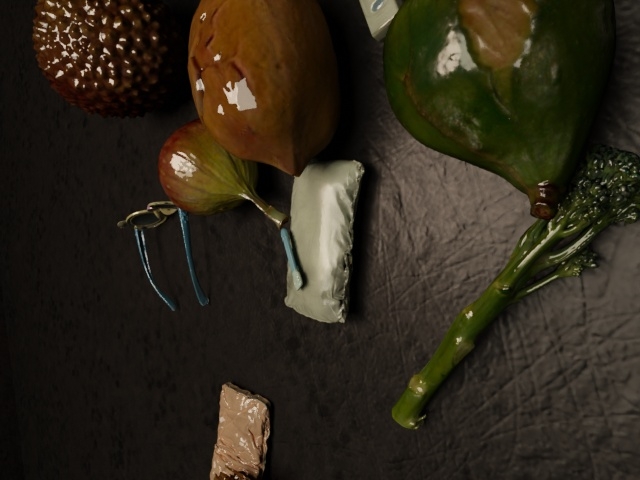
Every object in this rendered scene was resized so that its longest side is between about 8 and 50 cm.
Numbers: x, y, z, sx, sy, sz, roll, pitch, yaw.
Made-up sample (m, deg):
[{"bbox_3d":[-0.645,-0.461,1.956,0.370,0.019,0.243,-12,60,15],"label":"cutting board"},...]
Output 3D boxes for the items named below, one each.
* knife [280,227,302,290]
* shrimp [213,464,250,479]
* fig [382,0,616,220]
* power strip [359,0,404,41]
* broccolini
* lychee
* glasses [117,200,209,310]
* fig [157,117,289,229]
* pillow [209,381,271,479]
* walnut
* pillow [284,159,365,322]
[{"bbox_3d":[-0.040,0.024,0.652,0.027,0.010,0.096,123,135,-55],"label":"knife"},{"bbox_3d":[-0.060,0.462,0.713,0.287,0.063,0.152,16,110,31],"label":"shrimp"},{"bbox_3d":[0.162,-0.137,0.411,0.195,0.195,0.245,-24,88,41],"label":"fig"},{"bbox_3d":[0.068,-0.324,0.579,0.047,0.030,0.191,-28,74,41],"label":"power strip"},{"bbox_3d":[0.194,0.079,0.483,0.074,0.079,0.392,39,125,22],"label":"broccolini"},{"bbox_3d":[-0.369,-0.347,0.839,0.267,0.267,0.268,3,95,42],"label":"lychee"},{"bbox_3d":[-0.291,0.025,0.926,0.189,0.088,0.221,-17,101,41],"label":"glasses"},{"bbox_3d":[-0.140,-0.098,0.733,0.230,0.143,0.160,21,106,3],"label":"fig"},{"bbox_3d":[-0.144,0.375,0.810,0.126,0.043,0.233,13,99,36],"label":"pillow"},{"bbox_3d":[-0.074,-0.216,0.605,0.203,0.203,0.298,-32,64,39],"label":"walnut"},{"bbox_3d":[0.000,0.000,0.647,0.128,0.051,0.229,13,101,43],"label":"pillow"}]
